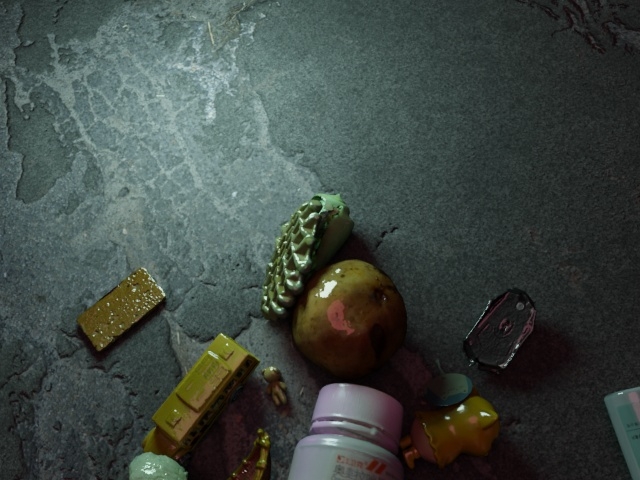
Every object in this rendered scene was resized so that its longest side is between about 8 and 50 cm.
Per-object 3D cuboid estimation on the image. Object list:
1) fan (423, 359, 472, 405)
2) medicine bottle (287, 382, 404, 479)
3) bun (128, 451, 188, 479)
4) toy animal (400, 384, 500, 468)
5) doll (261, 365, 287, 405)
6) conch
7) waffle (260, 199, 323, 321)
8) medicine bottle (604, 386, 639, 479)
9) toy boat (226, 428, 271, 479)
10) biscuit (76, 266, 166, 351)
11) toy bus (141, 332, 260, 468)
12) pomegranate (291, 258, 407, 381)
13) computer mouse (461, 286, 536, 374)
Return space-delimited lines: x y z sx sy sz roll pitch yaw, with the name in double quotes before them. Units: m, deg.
"fan" 0.290 0.327 1.372 0.113 0.005 0.175 -17 22 5
"medicine bottle" 0.059 0.486 1.259 0.241 0.241 0.302 8 55 11
"bun" -0.354 0.570 1.304 0.126 0.212 0.204 -6 77 -21
"toy animal" 0.284 0.424 1.318 0.229 0.156 0.156 -30 66 0
"doll" -0.114 0.358 1.448 0.061 0.051 0.093 -24 59 27
"conch" 0.001 -0.011 1.542 0.143 0.137 0.251 1 54 47
"waffle" -0.076 0.049 1.462 0.056 0.292 0.309 21 71 -15
"medicine bottle" 0.721 0.496 1.251 0.110 0.110 0.352 -12 65 2
"toy boat" -0.202 0.578 1.325 0.099 0.141 0.318 43 79 -20
"biscuit" -0.536 0.184 1.590 0.231 0.025 0.131 -39 69 -11
"toy bus" -0.294 0.389 1.417 0.121 0.123 0.335 33 74 19
"pomegranate" 0.065 0.184 1.391 0.281 0.281 0.281 -3 66 6
"computer mouse" 0.434 0.219 1.435 0.126 0.071 0.231 34 84 5
